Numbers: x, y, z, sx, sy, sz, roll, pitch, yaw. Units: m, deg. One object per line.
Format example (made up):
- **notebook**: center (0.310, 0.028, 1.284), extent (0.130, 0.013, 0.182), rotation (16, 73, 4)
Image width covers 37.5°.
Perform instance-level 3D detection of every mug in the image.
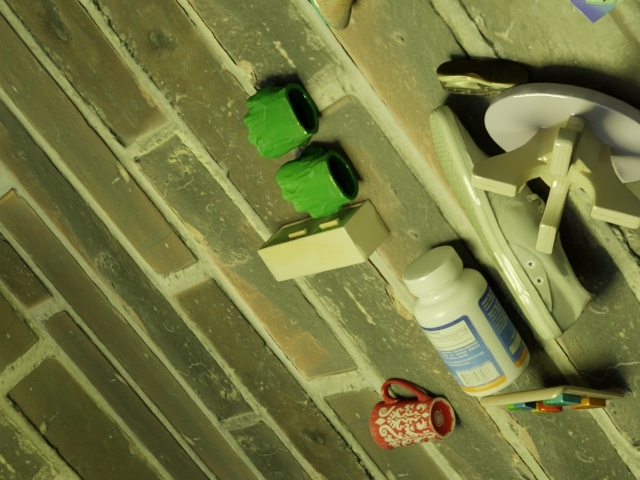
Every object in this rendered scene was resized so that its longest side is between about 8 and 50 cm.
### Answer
- **mug**: center (0.199, 0.394, 2.114), extent (0.169, 0.113, 0.150), rotation (-17, 115, 44)

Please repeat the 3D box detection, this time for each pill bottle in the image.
- **pill bottle**: center (0.271, 0.149, 1.793), extent (0.152, 0.152, 0.272), rotation (-16, 113, 47)

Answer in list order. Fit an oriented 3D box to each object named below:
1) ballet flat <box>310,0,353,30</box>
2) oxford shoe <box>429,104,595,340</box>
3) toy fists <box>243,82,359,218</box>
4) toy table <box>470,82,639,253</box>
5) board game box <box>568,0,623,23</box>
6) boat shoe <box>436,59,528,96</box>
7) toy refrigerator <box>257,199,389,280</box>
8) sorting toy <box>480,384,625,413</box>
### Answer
- **ballet flat**: center (0.005, -0.483, 1.482), extent (0.106, 0.107, 0.316), rotation (-7, 122, 35)
- **oxford shoe**: center (0.325, -0.043, 1.604), extent (0.130, 0.169, 0.449), rotation (-31, 97, 6)
- **toy fists**: center (-0.043, -0.171, 1.815), extent (0.142, 0.096, 0.279), rotation (-19, 110, 37)
- **toy table**: center (0.368, -0.115, 1.429), extent (0.274, 0.161, 0.252), rotation (9, 143, 26)
- **board game box**: center (0.327, -0.455, 1.230), extent (0.317, 0.046, 0.213), rotation (38, 142, -12)
- **boat shoe**: center (0.262, -0.257, 1.512), extent (0.152, 0.056, 0.049), rotation (14, 148, 31)
- **toy refrigerator**: center (0.000, 0.000, 1.927), extent (0.269, 0.102, 0.094), rotation (-14, 115, 47)
- **sorting toy**: center (0.436, 0.302, 1.772), extent (0.193, 0.208, 0.038), rotation (-20, 68, 48)
